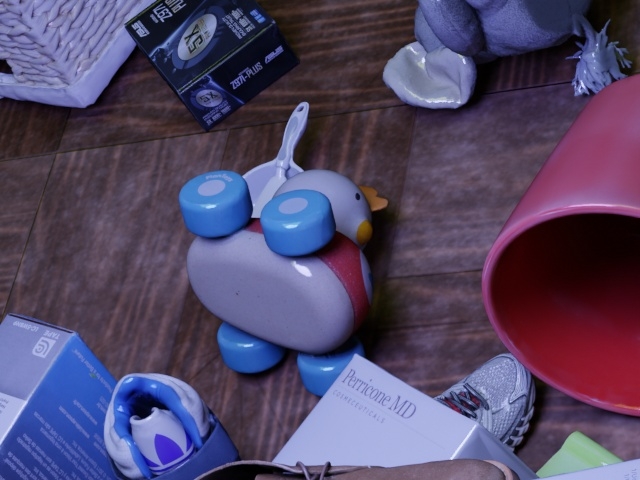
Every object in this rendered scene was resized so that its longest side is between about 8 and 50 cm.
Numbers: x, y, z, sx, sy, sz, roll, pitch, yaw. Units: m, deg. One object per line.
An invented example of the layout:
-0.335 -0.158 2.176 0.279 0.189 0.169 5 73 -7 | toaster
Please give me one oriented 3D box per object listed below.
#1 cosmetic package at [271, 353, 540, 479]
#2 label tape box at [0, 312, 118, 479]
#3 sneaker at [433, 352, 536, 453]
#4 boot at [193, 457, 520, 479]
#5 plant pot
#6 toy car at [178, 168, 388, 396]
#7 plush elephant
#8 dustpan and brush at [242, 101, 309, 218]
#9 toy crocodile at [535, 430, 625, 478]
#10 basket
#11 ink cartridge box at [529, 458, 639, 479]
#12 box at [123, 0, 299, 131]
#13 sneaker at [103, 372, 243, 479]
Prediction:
0.009 0.309 1.536 0.385 0.156 0.217 -54 31 -9 | cosmetic package
-0.307 0.277 1.802 0.106 0.240 0.334 13 61 35 | label tape box
0.117 0.190 1.747 0.225 0.093 0.088 -43 46 -10 | sneaker
0.010 0.214 1.387 0.305 0.115 0.112 -19 39 36 | boot
0.310 -0.010 1.708 0.275 0.275 0.243 -3 41 26 | plant pot
0.000 0.000 1.913 0.210 0.219 0.238 13 42 36 | toy car
0.178 -0.288 2.016 0.272 0.330 0.255 -43 22 -28 | plush elephant
-0.048 -0.060 2.065 0.147 0.060 0.211 7 58 32 | dustpan and brush
0.146 0.315 1.600 0.340 0.105 0.115 -51 47 0 | toy crocodile
-0.387 -0.382 2.361 0.328 0.266 0.331 11 60 40 | basket
0.289 0.300 1.412 0.272 0.309 0.130 -14 48 18 | ink cartridge box
-0.137 -0.245 2.255 0.147 0.077 0.180 -36 46 -2 | box
-0.113 0.264 1.710 0.130 0.236 0.323 -32 45 2 | sneaker
